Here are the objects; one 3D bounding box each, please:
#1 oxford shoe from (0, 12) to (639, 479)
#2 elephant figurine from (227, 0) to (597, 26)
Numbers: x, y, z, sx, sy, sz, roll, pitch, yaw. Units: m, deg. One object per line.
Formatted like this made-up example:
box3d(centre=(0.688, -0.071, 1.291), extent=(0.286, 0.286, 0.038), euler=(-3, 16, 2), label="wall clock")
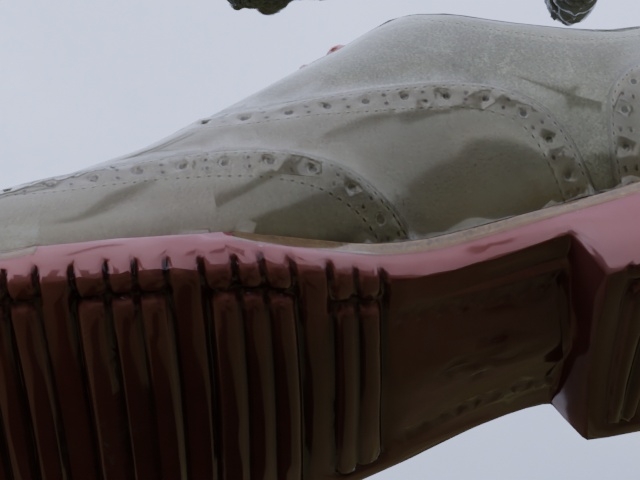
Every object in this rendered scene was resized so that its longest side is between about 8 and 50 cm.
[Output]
box3d(centre=(0.000, 0.000, 0.535), extent=(0.348, 0.130, 0.123), euler=(-5, -40, -12), label="oxford shoe")
box3d(centre=(0.074, -0.236, 1.075), extent=(0.239, 0.186, 0.169), euler=(14, -34, 7), label="elephant figurine")
